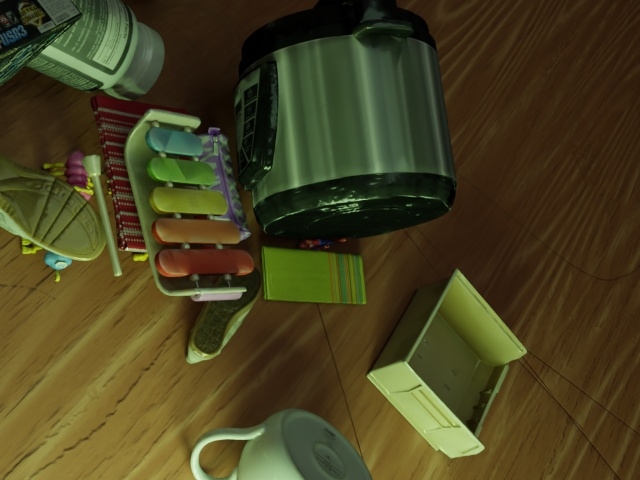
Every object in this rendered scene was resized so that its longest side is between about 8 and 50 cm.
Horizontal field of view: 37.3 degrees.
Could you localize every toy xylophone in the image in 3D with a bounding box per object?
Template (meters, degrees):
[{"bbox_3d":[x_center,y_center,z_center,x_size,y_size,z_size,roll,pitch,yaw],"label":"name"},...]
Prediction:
[{"bbox_3d":[-0.232,-0.045,1.458,0.236,0.081,0.323,-11,78,-55],"label":"toy xylophone"}]

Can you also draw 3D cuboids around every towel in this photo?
[{"bbox_3d":[-0.270,-0.105,1.552,0.199,0.031,0.275,3,66,-47],"label":"towel"},{"bbox_3d":[-0.011,0.067,1.784,0.237,0.021,0.102,6,73,-38],"label":"towel"}]

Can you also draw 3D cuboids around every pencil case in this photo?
[{"bbox_3d":[-0.180,-0.093,1.666,0.086,0.088,0.206,-8,79,-39],"label":"pencil case"}]

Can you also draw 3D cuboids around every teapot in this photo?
[{"bbox_3d":[-0.050,0.406,1.520,0.252,0.187,0.256,16,34,-55],"label":"teapot"}]

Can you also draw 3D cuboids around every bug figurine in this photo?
[{"bbox_3d":[-0.336,-0.038,1.524,0.279,0.072,0.216,3,71,-39],"label":"bug figurine"}]

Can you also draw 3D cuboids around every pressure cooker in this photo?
[{"bbox_3d":[0.039,-0.231,1.685,0.375,0.369,0.420,13,69,-64],"label":"pressure cooker"}]

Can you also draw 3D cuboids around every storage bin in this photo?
[{"bbox_3d":[0.259,0.247,1.874,0.260,0.123,0.262,47,49,-15],"label":"storage bin"}]

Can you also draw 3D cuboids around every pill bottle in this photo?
[{"bbox_3d":[-0.391,-0.331,1.506,0.278,0.162,0.162,22,58,-51],"label":"pill bottle"}]

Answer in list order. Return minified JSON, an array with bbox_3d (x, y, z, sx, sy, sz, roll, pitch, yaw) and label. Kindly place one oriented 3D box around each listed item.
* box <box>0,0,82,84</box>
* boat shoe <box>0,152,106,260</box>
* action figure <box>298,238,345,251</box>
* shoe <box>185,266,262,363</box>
[{"bbox_3d":[-0.492,-0.210,1.254,0.073,0.295,0.293,53,27,-12],"label":"box"},{"bbox_3d":[-0.442,-0.059,1.405,0.277,0.096,0.098,34,69,-10],"label":"boat shoe"},{"bbox_3d":[0.000,0.000,1.821,0.115,0.030,0.038,-18,90,-41],"label":"action figure"},{"bbox_3d":[-0.168,0.123,1.617,0.076,0.058,0.219,33,48,-1],"label":"shoe"}]
